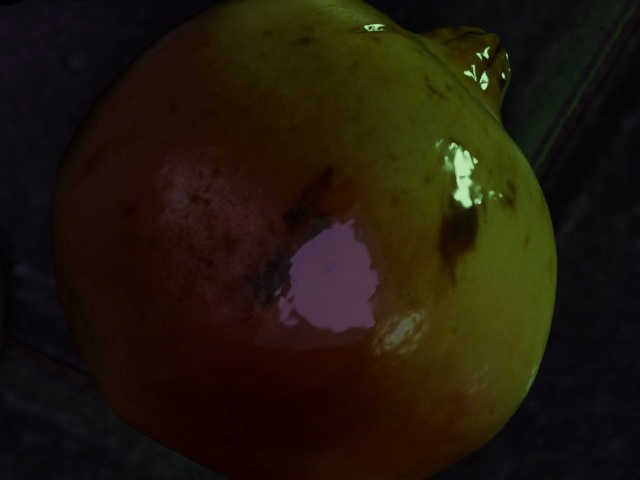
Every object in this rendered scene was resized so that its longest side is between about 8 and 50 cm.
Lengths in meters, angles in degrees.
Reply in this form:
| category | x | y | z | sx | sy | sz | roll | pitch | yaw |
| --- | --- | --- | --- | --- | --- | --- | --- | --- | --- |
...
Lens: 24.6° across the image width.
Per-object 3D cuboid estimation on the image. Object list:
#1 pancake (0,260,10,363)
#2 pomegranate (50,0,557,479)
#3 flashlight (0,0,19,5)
| category | x | y | z | sx | sy | sz | roll | pitch | yaw |
| --- | --- | --- | --- | --- | --- | --- | --- | --- | --- |
| pancake | -0.295 | 0.034 | 0.656 | 0.295 | 0.049 | 0.294 | -2 | 108 | -7 |
| pomegranate | -0.006 | 0.003 | 0.597 | 0.209 | 0.209 | 0.209 | -1 | 106 | -4 |
| flashlight | -0.060 | -0.146 | 0.598 | 0.424 | 0.103 | 0.103 | -6 | 107 | -4 |
